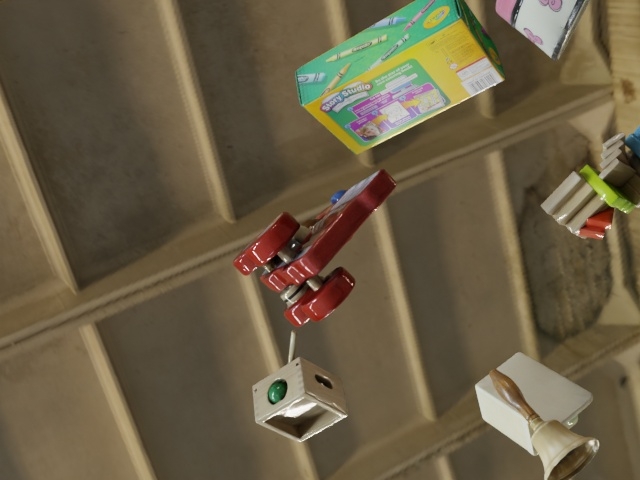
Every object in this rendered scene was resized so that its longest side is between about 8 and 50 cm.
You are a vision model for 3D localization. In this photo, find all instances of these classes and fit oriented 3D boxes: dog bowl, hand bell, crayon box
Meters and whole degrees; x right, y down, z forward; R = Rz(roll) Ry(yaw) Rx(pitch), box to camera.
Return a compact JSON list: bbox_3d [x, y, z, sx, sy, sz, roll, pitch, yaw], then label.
[{"bbox_3d":[0.458,-0.543,1.504,0.150,0.408,0.408,28,-89,10],"label":"dog bowl"},{"bbox_3d":[0.405,0.339,1.604,0.126,0.242,0.126,-22,-42,-21],"label":"hand bell"},{"bbox_3d":[0.122,-0.256,1.284,0.278,0.081,0.165,-25,-36,24],"label":"crayon box"}]

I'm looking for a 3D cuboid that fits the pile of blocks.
[{"bbox_3d":[0.557,-0.119,1.407,0.362,0.113,0.149,-36,-32,3],"label":"pile of blocks"}]

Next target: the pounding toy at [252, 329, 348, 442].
[{"bbox_3d":[-0.038,0.242,1.368,0.130,0.100,0.141,-35,-48,24],"label":"pounding toy"}]

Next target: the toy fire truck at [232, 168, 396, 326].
[{"bbox_3d":[0.000,0.000,1.444,0.169,0.302,0.254,45,-108,-5],"label":"toy fire truck"}]

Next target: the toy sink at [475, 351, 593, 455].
[{"bbox_3d":[0.502,0.391,1.928,0.152,0.234,0.131,-32,-56,-22],"label":"toy sink"}]
